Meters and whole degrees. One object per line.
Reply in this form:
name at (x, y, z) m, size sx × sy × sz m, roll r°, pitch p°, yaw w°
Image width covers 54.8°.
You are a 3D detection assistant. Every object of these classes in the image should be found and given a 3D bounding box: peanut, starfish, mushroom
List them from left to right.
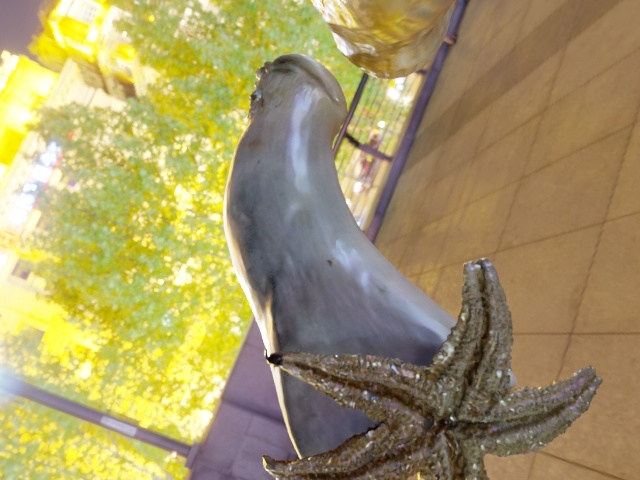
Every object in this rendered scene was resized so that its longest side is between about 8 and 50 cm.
mushroom at (0.000, -0.001, 0.562) m, size 0.177 × 0.396 × 0.126 m, roll -34°, pitch -28°, yaw 14°
peanut at (0.039, -0.149, 0.359) m, size 0.207 × 0.087 × 0.087 m, roll -21°, pitch -45°, yaw -80°
starfish at (0.074, 0.129, 0.418) m, size 0.043 × 0.228 × 0.240 m, roll -38°, pitch -50°, yaw -83°
